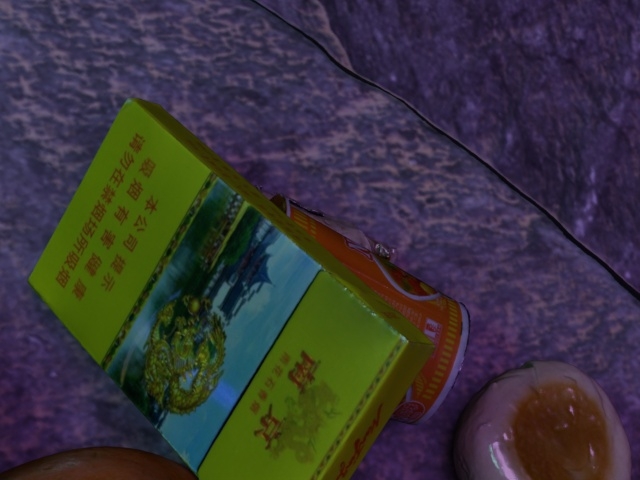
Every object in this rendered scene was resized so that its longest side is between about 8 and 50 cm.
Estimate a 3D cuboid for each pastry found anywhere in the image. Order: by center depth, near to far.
[{"bbox_3d":[0.190,0.181,1.021,0.156,0.092,0.156,5,65,-10],"label":"pastry"}]

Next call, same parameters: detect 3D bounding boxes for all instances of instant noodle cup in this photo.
[{"bbox_3d":[0.017,0.072,0.994,0.185,0.168,0.168,22,69,-14],"label":"instant noodle cup"}]

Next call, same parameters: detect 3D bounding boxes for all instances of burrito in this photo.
[{"bbox_3d":[0.000,0.000,1.065,0.149,0.041,0.055,23,56,-2],"label":"burrito"}]

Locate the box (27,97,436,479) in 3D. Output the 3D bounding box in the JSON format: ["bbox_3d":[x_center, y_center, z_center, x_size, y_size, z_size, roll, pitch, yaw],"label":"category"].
[{"bbox_3d":[-0.082,0.053,0.892,0.335,0.047,0.187,41,106,33],"label":"box"}]

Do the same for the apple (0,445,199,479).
[{"bbox_3d":[-0.161,0.254,0.828,0.253,0.253,0.254,4,72,-13],"label":"apple"}]
